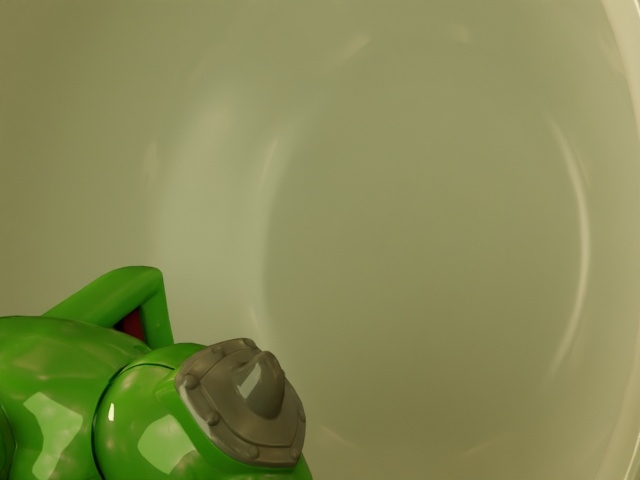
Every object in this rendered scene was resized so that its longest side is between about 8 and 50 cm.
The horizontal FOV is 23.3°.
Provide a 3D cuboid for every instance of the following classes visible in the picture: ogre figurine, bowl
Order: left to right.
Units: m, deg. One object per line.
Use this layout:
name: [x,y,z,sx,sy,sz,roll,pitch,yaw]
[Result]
ogre figurine: [-0.063,0.072,0.364,0.197,0.097,0.118,16,116,53]
bowl: [0.000,0.000,0.457,0.298,0.134,0.297,-2,86,39]
